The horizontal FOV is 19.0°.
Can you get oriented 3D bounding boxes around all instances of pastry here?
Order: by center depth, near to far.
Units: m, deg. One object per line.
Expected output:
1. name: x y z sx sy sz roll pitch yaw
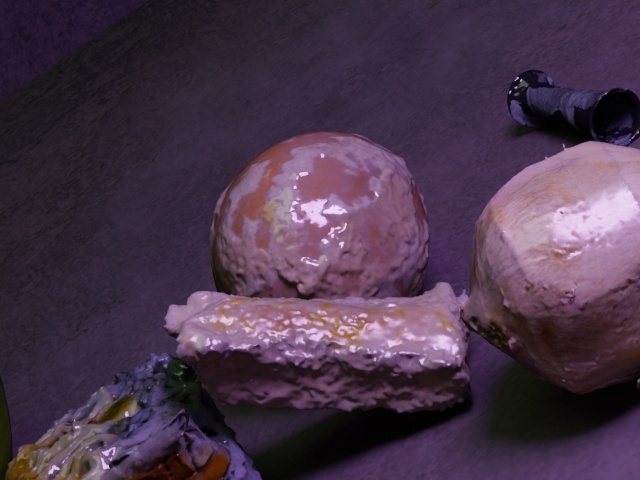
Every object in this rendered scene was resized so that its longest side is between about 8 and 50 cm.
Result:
1. pastry: 0.002 0.090 1.567 0.258 0.089 0.121 -2 20 -5

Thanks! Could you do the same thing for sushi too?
1. sushi: -0.154 0.198 1.615 0.184 0.139 0.274 -39 19 -17

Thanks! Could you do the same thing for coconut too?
1. coconut: 0.195 0.024 1.443 0.194 0.194 0.194 -29 23 13

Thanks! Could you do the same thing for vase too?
1. vase: 0.242 -0.127 1.838 0.059 0.059 0.167 -39 23 -11

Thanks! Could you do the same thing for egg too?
1. egg: 0.000 0.000 1.727 0.203 0.203 0.245 -24 23 23

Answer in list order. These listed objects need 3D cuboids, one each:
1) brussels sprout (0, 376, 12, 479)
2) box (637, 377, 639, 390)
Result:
1. brussels sprout: -0.489 0.197 1.915 0.371 0.315 0.276 -30 -1 25
2. box: 0.366 0.030 1.369 0.279 0.041 0.153 -44 25 -22
